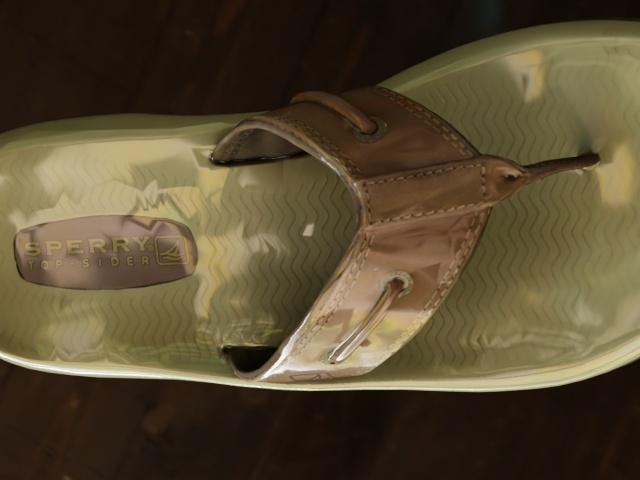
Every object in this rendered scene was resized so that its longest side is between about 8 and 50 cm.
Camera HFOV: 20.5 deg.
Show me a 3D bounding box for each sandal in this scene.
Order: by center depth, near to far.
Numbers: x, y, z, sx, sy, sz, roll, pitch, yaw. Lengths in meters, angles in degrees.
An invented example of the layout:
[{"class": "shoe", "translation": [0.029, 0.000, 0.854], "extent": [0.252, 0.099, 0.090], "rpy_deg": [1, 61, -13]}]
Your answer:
[{"class": "sandal", "translation": [-0.001, 0.002, 0.587], "extent": [0.086, 0.303, 0.120], "rpy_deg": [-18, -81, -73]}]
